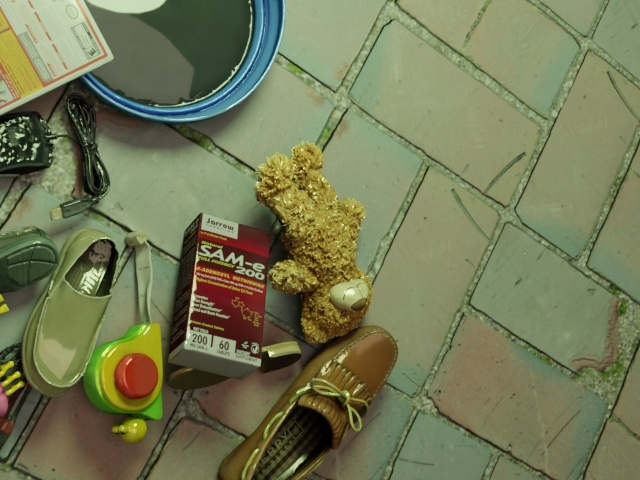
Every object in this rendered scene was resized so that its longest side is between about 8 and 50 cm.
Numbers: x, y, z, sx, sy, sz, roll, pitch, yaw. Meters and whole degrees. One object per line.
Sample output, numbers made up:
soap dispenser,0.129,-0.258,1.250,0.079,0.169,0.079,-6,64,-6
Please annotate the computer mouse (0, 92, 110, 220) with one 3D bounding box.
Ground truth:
computer mouse,-0.449,-0.110,1.505,0.262,0.060,0.184,-19,92,-36

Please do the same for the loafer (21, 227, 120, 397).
loafer,-0.370,0.099,1.488,0.102,0.092,0.268,21,68,-27

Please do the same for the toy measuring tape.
toy measuring tape,-0.309,0.147,1.532,0.121,0.121,0.330,-1,82,-25

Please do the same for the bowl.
bowl,-0.249,-0.378,1.592,0.391,0.077,0.391,1,88,-25

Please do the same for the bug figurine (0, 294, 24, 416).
bug figurine,-0.553,0.190,1.407,0.279,0.072,0.216,-32,107,-8

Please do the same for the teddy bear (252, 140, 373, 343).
teddy bear,0.000,0.000,1.651,0.245,0.113,0.338,-4,83,-58

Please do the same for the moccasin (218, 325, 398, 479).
moccasin,-0.007,0.287,1.643,0.380,0.147,0.139,-38,104,-21

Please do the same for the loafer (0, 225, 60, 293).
loafer,-0.522,0.049,1.465,0.267,0.084,0.096,-19,127,-20

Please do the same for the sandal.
sandal,-0.151,0.181,1.635,0.240,0.088,0.079,-7,60,-30

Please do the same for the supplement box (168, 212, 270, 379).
supplement box,-0.156,0.087,1.575,0.130,0.073,0.239,17,57,-24

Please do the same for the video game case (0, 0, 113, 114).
video game case,-0.469,-0.291,1.429,0.285,0.025,0.204,-32,104,-22

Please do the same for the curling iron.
curling iron,-0.490,0.278,1.487,0.068,0.035,0.274,21,83,-6
